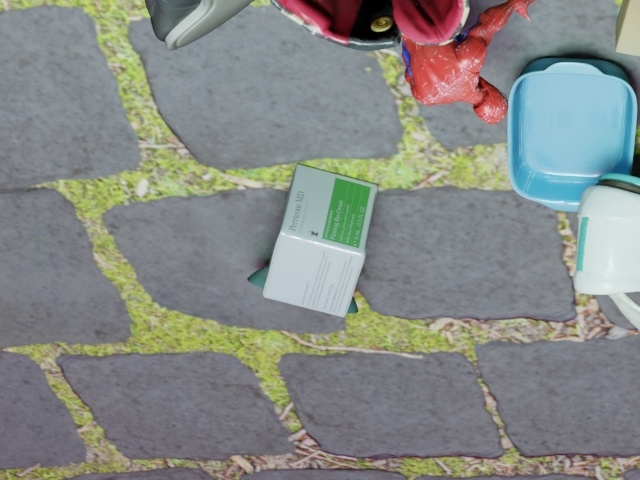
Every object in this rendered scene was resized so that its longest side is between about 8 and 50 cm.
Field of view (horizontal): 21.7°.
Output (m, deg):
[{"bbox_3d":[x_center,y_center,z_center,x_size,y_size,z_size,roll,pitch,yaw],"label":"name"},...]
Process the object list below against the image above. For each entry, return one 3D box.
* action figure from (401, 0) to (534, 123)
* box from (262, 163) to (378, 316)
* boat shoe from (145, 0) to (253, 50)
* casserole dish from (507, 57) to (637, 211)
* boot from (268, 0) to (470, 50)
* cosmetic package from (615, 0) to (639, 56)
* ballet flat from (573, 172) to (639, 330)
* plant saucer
[{"bbox_3d":[0.073,-0.221,1.393,0.280,0.139,0.091,49,134,-6],"label":"action figure"},{"bbox_3d":[0.000,0.000,1.638,0.087,0.101,0.102,14,137,-2],"label":"box"},{"bbox_3d":[-0.093,-0.234,1.337,0.095,0.112,0.335,58,170,-2],"label":"boat shoe"},{"bbox_3d":[0.228,-0.102,1.516,0.114,0.037,0.188,4,139,9],"label":"casserole dish"},{"bbox_3d":[0.099,-0.246,1.192,0.377,0.284,0.138,27,137,-15],"label":"boot"},{"bbox_3d":[0.284,-0.205,1.380,0.060,0.041,0.115,9,139,4],"label":"cosmetic package"},{"bbox_3d":[0.392,0.067,1.561,0.400,0.139,0.139,24,138,-23],"label":"ballet flat"},{"bbox_3d":[-0.015,0.047,1.712,0.119,0.119,0.021,17,96,-5],"label":"plant saucer"}]
